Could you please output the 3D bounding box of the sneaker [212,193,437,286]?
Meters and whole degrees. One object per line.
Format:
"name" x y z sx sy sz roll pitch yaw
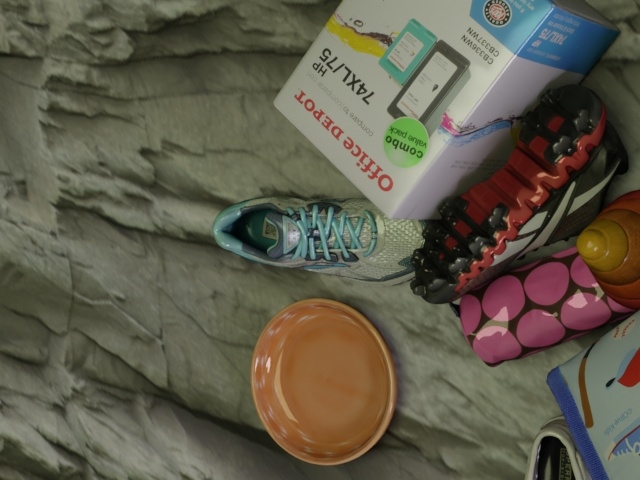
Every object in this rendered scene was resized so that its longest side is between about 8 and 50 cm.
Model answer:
"sneaker" 0.000 0.000 1.434 0.283 0.122 0.110 1 92 31

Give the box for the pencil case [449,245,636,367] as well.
"pencil case" 0.248 0.058 1.310 0.209 0.095 0.098 -23 55 27

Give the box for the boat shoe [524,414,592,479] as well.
"boat shoe" 0.256 0.322 1.307 0.096 0.088 0.267 5 94 30

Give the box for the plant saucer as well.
"plant saucer" 0.007 0.168 1.484 0.200 0.037 0.200 1 91 30

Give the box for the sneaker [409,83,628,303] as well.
"sneaker" 0.214 -0.027 1.289 0.276 0.135 0.097 -48 38 10

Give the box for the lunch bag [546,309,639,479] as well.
"lunch bag" 0.419 0.193 1.054 0.328 0.239 0.385 -43 45 27

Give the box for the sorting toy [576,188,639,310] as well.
"sorting toy" 0.332 -0.099 1.126 0.127 0.126 0.365 40 113 35

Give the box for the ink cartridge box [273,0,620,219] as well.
"ink cartridge box" 0.132 -0.182 1.306 0.198 0.197 0.270 46 113 22
